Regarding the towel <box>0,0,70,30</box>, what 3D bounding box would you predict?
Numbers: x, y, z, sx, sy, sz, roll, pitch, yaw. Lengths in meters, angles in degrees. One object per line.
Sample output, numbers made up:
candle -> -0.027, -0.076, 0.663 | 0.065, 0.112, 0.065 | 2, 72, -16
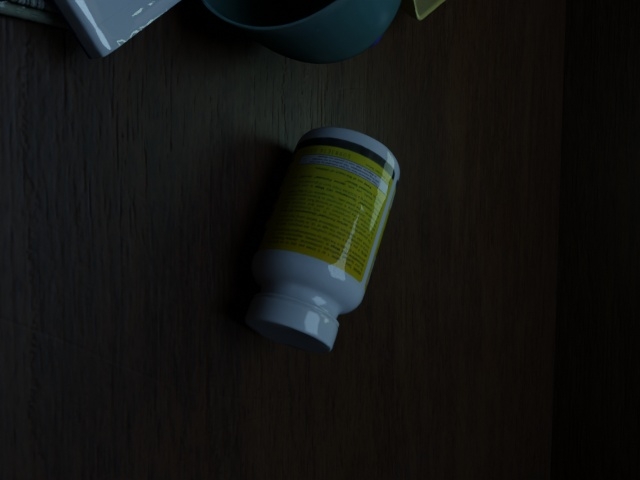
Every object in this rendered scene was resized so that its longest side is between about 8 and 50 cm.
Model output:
towel -> -0.327, -0.387, 0.571 | 0.324, 0.056, 0.313 | -10, 100, -55

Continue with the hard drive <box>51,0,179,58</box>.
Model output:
hard drive -> -0.254, -0.387, 0.603 | 0.210, 0.040, 0.319 | -55, 135, -33

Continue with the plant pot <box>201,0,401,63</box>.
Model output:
plant pot -> -0.008, -0.395, 0.839 | 0.235, 0.292, 0.293 | 16, 79, -69

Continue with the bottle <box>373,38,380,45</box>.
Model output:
bottle -> 0.108, -0.496, 1.083 | 0.092, 0.118, 0.283 | 30, 78, -34

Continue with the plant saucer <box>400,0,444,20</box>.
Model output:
plant saucer -> 0.210, -0.693, 1.282 | 0.333, 0.080, 0.333 | -49, 129, -41

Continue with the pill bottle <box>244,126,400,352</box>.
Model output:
pill bottle -> 0.000, 0.000, 0.942 | 0.188, 0.187, 0.334 | 44, 57, -46
